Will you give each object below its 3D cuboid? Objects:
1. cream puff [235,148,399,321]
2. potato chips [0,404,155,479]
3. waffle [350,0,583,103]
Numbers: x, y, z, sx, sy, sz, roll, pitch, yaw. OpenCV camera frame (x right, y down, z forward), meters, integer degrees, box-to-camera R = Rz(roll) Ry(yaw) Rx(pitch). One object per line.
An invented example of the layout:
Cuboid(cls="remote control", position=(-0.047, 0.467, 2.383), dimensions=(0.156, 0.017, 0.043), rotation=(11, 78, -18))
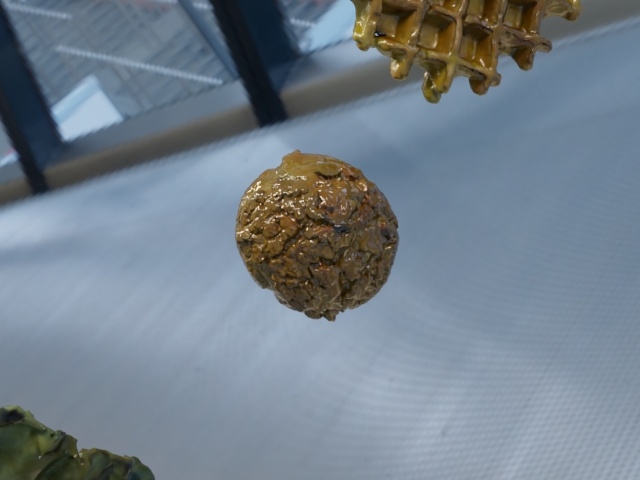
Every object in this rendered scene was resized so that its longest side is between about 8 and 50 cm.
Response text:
Cuboid(cls="cream puff", position=(0.000, 0.000, 1.068), dimensions=(0.115, 0.165, 0.150), rotation=(-136, 57, -64))
Cuboid(cls="potato chips", position=(-0.353, 0.264, 0.975), dimensions=(0.429, 0.358, 0.070), rotation=(-43, 40, 24))
Cuboid(cls="waffle", position=(0.113, -0.277, 1.097), dimensions=(0.259, 0.293, 0.069), rotation=(-40, 16, -15))
